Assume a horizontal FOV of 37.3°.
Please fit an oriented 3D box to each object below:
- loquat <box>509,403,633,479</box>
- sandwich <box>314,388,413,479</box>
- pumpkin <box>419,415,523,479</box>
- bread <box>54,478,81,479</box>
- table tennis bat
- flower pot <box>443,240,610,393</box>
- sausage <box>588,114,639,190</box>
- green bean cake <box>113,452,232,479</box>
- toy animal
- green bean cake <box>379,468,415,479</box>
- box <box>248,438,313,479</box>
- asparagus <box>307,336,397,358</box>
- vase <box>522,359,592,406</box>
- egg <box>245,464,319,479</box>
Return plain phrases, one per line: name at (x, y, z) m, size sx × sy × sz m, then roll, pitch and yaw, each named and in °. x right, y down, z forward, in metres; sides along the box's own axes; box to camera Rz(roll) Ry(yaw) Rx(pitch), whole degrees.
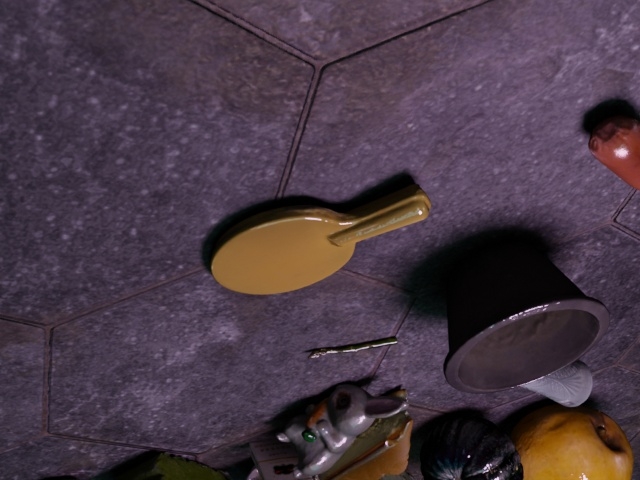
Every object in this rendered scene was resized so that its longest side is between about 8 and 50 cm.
loquat at (0.524, 0.487, 2.029) m, size 0.275 × 0.275 × 0.275 m, roll -12°, pitch 145°, yaw -8°
sandwich at (0.104, 0.390, 1.835) m, size 0.235 × 0.122 × 0.128 m, roll -35°, pitch 140°, yaw 23°
pumpkin at (0.311, 0.468, 1.953) m, size 0.162 × 0.220 × 0.220 m, roll -32°, pitch 166°, yaw -51°
bread at (-0.477, 0.483, 1.739) m, size 0.103 × 0.156 × 0.110 m, roll 21°, pitch 98°, yaw -51°
table tennis bat at (0.000, 0.000, 1.313) m, size 0.321 × 0.050 × 0.198 m, roll -22°, pitch 147°, yaw 12°
flower pot at (0.297, 0.111, 1.497) m, size 0.269 × 0.166 × 0.269 m, roll -14°, pitch 144°, yaw -10°
sausage at (0.437, -0.119, 1.319) m, size 0.077 × 0.077 × 0.194 m, roll -37°, pitch 143°, yaw 26°
green bean cake at (-0.264, 0.548, 1.779) m, size 0.156 × 0.250 × 0.247 m, roll -32°, pitch 144°, yaw 18°
toy animal at (0.044, 0.328, 1.738) m, size 0.251 × 0.127 × 0.125 m, roll -36°, pitch 103°, yaw 20°
green bean cake at (0.146, 0.585, 2.037) m, size 0.125 × 0.222 × 0.227 m, roll -29°, pitch 147°, yaw 17°
box at (-0.070, 0.435, 1.786) m, size 0.090 × 0.167 × 0.024 m, roll -3°, pitch 118°, yaw -20°
asparagus at (0.054, 0.183, 1.621) m, size 0.163 × 0.016 × 0.016 m, roll -7°, pitch 170°, yaw -15°
vase at (0.417, 0.255, 1.817) m, size 0.219 × 0.096 × 0.096 m, roll 18°, pitch 132°, yaw -37°
egg at (-0.054, 0.527, 1.896) m, size 0.183 × 0.183 × 0.217 m, roll -24°, pitch 129°, yaw 9°
